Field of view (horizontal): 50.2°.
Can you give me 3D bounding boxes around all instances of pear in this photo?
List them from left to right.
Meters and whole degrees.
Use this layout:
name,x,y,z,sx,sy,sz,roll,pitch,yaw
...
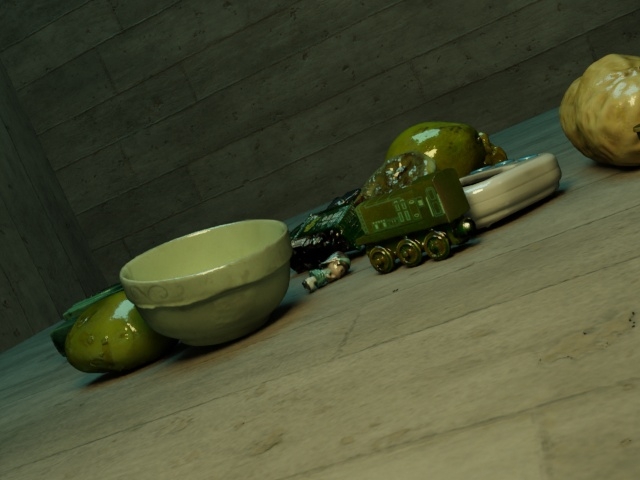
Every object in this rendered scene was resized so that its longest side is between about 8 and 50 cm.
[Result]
name,x,y,z,sx,sy,sz,roll,pitch,yaw
pear,0.272,-0.183,1.660,0.269,0.213,0.212,-29,3,27

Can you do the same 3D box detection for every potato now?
name,x,y,z,sx,sy,sz,roll,pitch,yaw
potato,-0.388,0.178,1.346,0.253,0.149,0.186,-24,3,5

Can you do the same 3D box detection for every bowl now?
name,x,y,z,sx,sy,sz,roll,pitch,yaw
bowl,-0.190,0.081,1.223,0.306,0.164,0.307,-12,13,3

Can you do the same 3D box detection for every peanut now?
name,x,y,z,sx,sy,sz,roll,pitch,yaw
peanut,0.525,-0.231,1.217,0.169,0.192,0.387,-30,6,9

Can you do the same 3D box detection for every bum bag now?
name,x,y,z,sx,sy,sz,roll,pitch,yaw
bum bag,0.036,-0.082,2.195,0.248,0.060,0.123,-47,5,-11

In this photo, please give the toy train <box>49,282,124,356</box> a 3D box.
name,x,y,z,sx,sy,sz,roll,pitch,yaw
toy train,-0.591,0.216,1.852,0.330,0.139,0.178,-21,11,26

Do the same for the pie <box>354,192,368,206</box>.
name,x,y,z,sx,sy,sz,roll,pitch,yaw
pie,0.231,-0.157,2.130,0.308,0.086,0.308,-24,3,1

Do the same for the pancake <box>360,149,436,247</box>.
name,x,y,z,sx,sy,sz,roll,pitch,yaw
pancake,0.160,-0.100,1.525,0.253,0.037,0.254,-39,32,31

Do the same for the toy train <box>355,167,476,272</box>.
name,x,y,z,sx,sy,sz,roll,pitch,yaw
toy train,0.152,-0.030,1.156,0.225,0.137,0.090,-16,9,44

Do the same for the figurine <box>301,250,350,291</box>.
name,x,y,z,sx,sy,sz,roll,pitch,yaw
figurine,0.013,0.063,1.329,0.105,0.047,0.060,-33,-27,-16

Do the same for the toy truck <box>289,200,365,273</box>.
name,x,y,z,sx,sy,sz,roll,pitch,yaw
toy truck,0.000,0.000,1.542,0.259,0.088,0.121,-15,37,58

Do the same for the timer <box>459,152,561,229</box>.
name,x,y,z,sx,sy,sz,roll,pitch,yaw
timer,0.301,-0.082,1.270,0.236,0.087,0.262,-26,6,-24

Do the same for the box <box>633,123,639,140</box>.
name,x,y,z,sx,sy,sz,roll,pitch,yaw
box,0.541,-0.146,0.909,0.144,0.090,0.201,-25,6,-12

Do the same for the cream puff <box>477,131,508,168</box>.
name,x,y,z,sx,sy,sz,roll,pitch,yaw
cream puff,0.435,-0.238,1.861,0.116,0.146,0.146,-23,6,-1
